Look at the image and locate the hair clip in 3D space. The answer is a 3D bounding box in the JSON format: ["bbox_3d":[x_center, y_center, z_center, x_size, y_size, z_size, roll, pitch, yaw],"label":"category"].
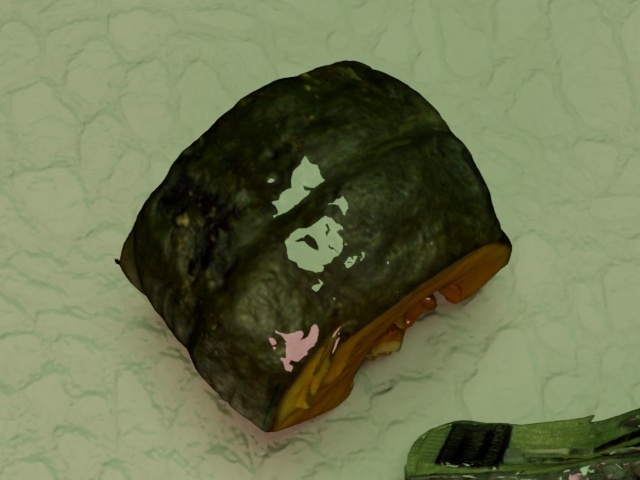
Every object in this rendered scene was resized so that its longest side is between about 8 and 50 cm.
[{"bbox_3d":[0.236,0.182,1.432,0.321,0.091,0.138,-13,17,19],"label":"hair clip"}]

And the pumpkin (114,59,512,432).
[{"bbox_3d":[0.000,0.000,1.482,0.303,0.256,0.225,-43,72,-4],"label":"pumpkin"}]
